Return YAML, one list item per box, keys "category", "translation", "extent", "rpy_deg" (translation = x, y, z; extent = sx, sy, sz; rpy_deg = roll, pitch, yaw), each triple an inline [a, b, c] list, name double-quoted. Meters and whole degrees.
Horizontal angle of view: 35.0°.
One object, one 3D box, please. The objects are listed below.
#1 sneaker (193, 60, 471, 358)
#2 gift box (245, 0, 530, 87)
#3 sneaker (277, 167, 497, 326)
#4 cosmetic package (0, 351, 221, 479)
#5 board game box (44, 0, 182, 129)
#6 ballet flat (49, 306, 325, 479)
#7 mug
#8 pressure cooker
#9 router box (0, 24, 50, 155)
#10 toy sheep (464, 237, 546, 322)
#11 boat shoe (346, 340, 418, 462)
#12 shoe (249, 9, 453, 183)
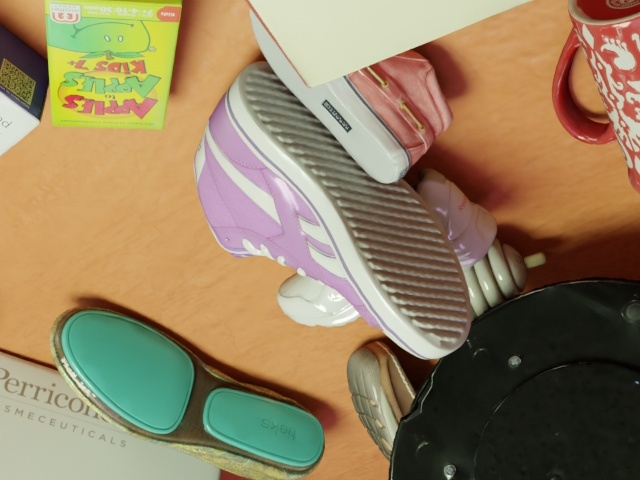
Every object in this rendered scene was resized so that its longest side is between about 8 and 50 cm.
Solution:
- category: "sneaker"
  translation: [0.000, -0.001, 0.862]
  extent: [0.282, 0.102, 0.161]
  rpy_deg: [53, 137, 8]
- category: "gift box"
  translation: [0.063, -0.243, 0.525]
  extent: [0.258, 0.276, 0.255]
  rpy_deg: [-19, 137, 23]
- category: "sneaker"
  translation: [0.040, -0.003, 0.938]
  extent: [0.232, 0.090, 0.115]
  rpy_deg: [-28, 114, 28]
- category: "cosmetic package"
  translation: [-0.339, 0.405, 1.189]
  extent: [0.329, 0.393, 0.327]
  rpy_deg: [21, 136, -15]
- category: "board game box"
  translation: [-0.158, -0.145, 0.768]
  extent: [0.092, 0.043, 0.181]
  rpy_deg: [0, 158, -13]
- category: "ballet flat"
  translation: [-0.158, 0.186, 1.144]
  extent: [0.348, 0.123, 0.123]
  rpy_deg: [28, 134, -22]
- category: "mug"
  translation: [0.240, -0.118, 0.757]
  extent: [0.150, 0.113, 0.169]
  rpy_deg: [-19, 129, 23]
- category: "pressure cooker"
  translation: [0.295, 0.262, 0.960]
  extent: [0.370, 0.375, 0.420]
  rpy_deg: [13, 162, 30]
- category: "router box"
  translation: [-0.442, -0.135, 0.802]
  extent: [0.301, 0.082, 0.335]
  rpy_deg: [-33, 128, 26]
- category: "toy sheep"
  translation: [0.150, 0.038, 0.960]
  extent: [0.132, 0.091, 0.091]
  rpy_deg: [-25, 131, 11]
- category: "boat shoe"
  translation: [0.130, 0.228, 1.163]
  extent: [0.116, 0.123, 0.324]
  rpy_deg: [-33, 124, -7]
- category: "shoe"
  translation: [0.027, -0.135, 0.802]
  extent: [0.178, 0.081, 0.063]
  rpy_deg: [50, 156, -6]
